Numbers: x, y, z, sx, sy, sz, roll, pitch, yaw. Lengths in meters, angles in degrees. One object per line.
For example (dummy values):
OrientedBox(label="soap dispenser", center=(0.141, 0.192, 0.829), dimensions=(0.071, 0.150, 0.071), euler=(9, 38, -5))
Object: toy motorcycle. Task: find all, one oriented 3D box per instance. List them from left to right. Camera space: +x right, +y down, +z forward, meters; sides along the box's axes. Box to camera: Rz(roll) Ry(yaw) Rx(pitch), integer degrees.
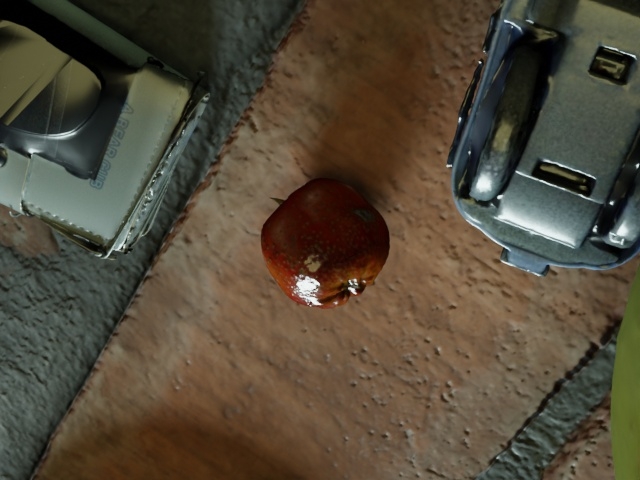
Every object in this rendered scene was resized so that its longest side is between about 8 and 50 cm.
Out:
OrientedBox(label="toy motorcycle", center=(0.169, -0.147, 0.585), dimensions=(0.125, 0.212, 0.359), euler=(21, 119, 5))

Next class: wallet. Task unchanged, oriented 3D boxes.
OrientedBox(label="wallet", center=(-0.208, -0.097, 0.774), dimensions=(0.231, 0.069, 0.170), euler=(31, 110, 0))

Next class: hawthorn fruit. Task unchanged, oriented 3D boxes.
OrientedBox(label="hawthorn fruit", center=(0.000, 0.000, 0.752), dimensions=(0.093, 0.093, 0.093), euler=(5, 112, 13))

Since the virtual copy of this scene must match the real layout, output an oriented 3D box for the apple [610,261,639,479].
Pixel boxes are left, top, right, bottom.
OrientedBox(label="apple", center=(0.365, 0.099, 0.502), dimensions=(0.473, 0.473, 0.474), euler=(5, 112, 13))
